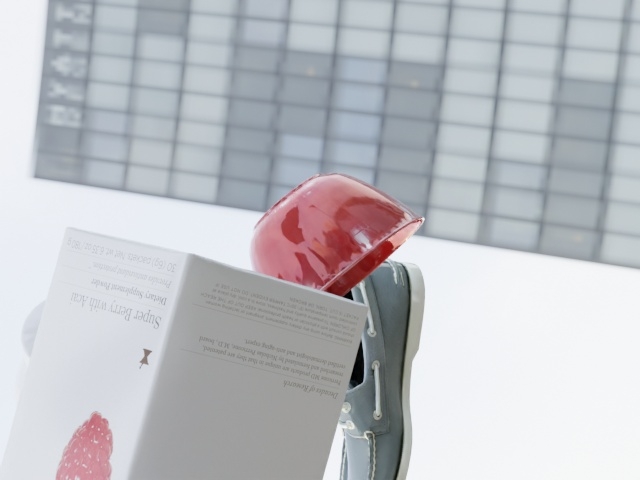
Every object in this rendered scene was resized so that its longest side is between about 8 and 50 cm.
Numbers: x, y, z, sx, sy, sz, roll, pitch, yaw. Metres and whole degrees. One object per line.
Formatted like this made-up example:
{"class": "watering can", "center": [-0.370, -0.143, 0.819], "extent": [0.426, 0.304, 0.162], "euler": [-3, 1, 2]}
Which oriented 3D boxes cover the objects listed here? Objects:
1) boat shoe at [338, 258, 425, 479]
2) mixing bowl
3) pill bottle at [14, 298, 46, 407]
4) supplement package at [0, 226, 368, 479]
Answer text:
{"class": "boat shoe", "center": [0.042, 0.174, 1.995], "extent": [0.099, 0.116, 0.319], "euler": [12, -99, -25]}
{"class": "mixing bowl", "center": [0.000, 0.000, 1.696], "extent": [0.181, 0.098, 0.181], "euler": [-38, -7, -5]}
{"class": "pill bottle", "center": [-0.216, 0.164, 1.693], "extent": [0.245, 0.136, 0.136], "euler": [87, -152, -46]}
{"class": "supplement package", "center": [-0.115, 0.157, 1.326], "extent": [0.175, 0.177, 0.293], "euler": [17, -94, -39]}
